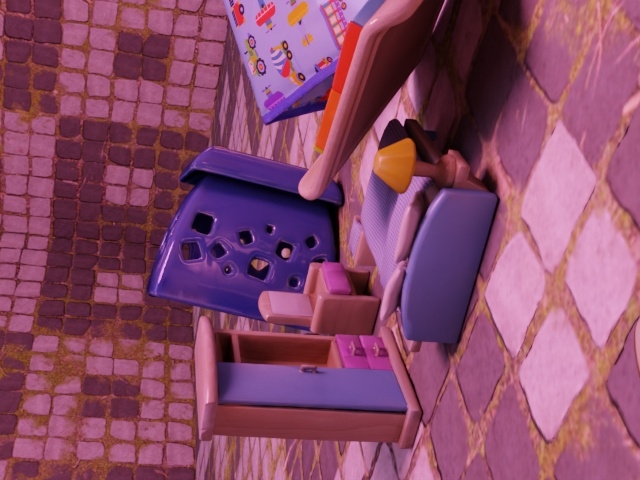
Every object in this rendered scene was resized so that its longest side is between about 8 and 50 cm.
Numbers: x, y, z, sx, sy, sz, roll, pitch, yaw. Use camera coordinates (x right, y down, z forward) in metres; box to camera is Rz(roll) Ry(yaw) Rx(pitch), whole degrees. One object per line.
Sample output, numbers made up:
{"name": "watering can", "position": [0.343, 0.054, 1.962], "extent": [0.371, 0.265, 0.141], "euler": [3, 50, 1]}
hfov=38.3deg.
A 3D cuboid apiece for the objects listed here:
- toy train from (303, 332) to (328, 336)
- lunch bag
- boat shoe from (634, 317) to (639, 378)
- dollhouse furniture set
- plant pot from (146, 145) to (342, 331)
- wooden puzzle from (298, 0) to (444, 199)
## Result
{"name": "toy train", "position": [-0.007, 0.141, 1.226], "extent": [0.158, 0.027, 0.036], "euler": [157, 121, -75]}
{"name": "lunch bag", "position": [0.000, -0.285, 1.024], "extent": [0.293, 0.138, 0.220], "euler": [-28, 80, 69]}
{"name": "boat shoe", "position": [0.184, 0.087, 0.304], "extent": [0.223, 0.080, 0.073], "euler": [-106, 30, -46]}
{"name": "dollhouse furniture set", "position": [0.000, 0.000, 0.867], "extent": [0.286, 0.198, 0.303], "euler": [-108, 27, -60]}
{"name": "plant pot", "position": [-0.101, -0.002, 1.264], "extent": [0.236, 0.236, 0.212], "euler": [172, 110, -76]}
{"name": "wooden puzzle", "position": [0.059, -0.171, 0.799], "extent": [0.221, 0.044, 0.238], "euler": [-54, -5, -35]}
